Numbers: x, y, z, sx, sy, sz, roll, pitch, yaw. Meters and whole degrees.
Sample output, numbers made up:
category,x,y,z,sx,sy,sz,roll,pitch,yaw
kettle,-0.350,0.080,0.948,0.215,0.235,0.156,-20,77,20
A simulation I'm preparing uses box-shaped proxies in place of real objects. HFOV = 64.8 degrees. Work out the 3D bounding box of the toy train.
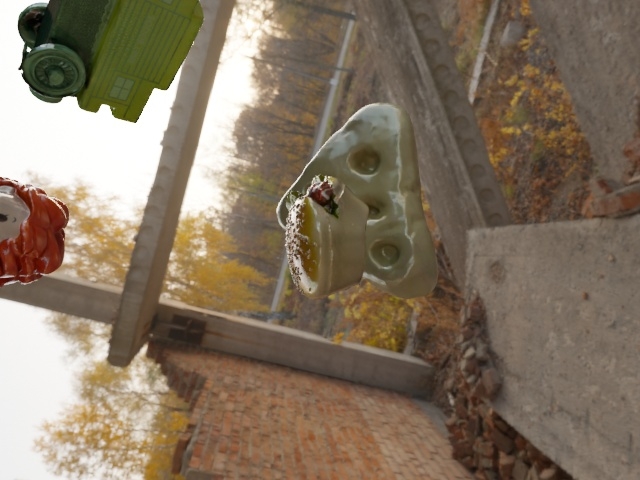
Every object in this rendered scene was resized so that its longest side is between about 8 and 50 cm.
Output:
category,x,y,z,sx,sy,sz,roll,pitch,yaw
toy train,-0.366,-0.410,0.911,0.442,0.272,0.179,-47,54,33

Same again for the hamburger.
category,x,y,z,sx,sy,sz,roll,pitch,yaw
hamburger,0.000,0.000,0.742,0.210,0.116,0.173,139,137,-75

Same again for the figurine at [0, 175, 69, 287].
category,x,y,z,sx,sy,sz,roll,pitch,yaw
figurine,-0.735,-0.039,1.006,0.411,0.306,0.241,19,-106,-56

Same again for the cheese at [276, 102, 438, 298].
category,x,y,z,sx,sy,sz,roll,pitch,yaw
cheese,0.122,-0.093,0.971,0.329,0.351,0.129,-59,-29,-1
